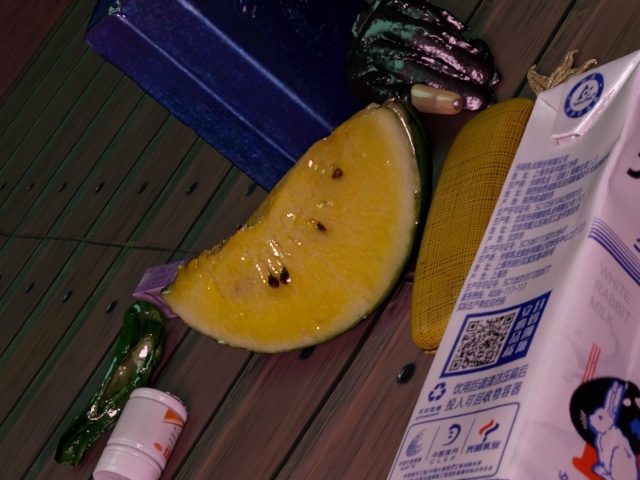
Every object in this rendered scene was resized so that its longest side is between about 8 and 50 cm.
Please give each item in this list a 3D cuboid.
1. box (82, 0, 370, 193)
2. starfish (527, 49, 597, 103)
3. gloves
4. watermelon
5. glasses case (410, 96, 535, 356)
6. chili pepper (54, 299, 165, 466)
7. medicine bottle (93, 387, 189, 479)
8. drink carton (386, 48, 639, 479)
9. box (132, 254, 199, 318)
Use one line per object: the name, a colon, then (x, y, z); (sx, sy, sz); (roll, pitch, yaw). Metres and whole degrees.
box: (-0.068, -0.204, 1.455); (0.116, 0.279, 0.261); (-37, 27, 31)
starfish: (0.182, -0.119, 1.204); (0.086, 0.016, 0.092); (-46, 29, 8)
gloves: (0.080, -0.148, 1.321); (0.129, 0.106, 0.181); (-48, 19, 2)
watermelon: (0.000, 0.000, 1.218); (0.301, 0.129, 0.123); (-42, 22, 35)
glasses case: (0.117, -0.012, 1.102); (0.079, 0.064, 0.234); (-28, 32, 40)
chili pepper: (-0.204, 0.146, 1.483); (0.182, 0.050, 0.073); (-58, 31, -10)
medicine bottle: (-0.159, 0.181, 1.336); (0.057, 0.057, 0.089); (-23, 35, 48)
drink carton: (0.155, 0.050, 0.856); (0.106, 0.130, 0.315); (-19, 38, 49)
box: (-0.138, 0.047, 1.506); (0.117, 0.050, 0.036); (-16, 43, 57)
